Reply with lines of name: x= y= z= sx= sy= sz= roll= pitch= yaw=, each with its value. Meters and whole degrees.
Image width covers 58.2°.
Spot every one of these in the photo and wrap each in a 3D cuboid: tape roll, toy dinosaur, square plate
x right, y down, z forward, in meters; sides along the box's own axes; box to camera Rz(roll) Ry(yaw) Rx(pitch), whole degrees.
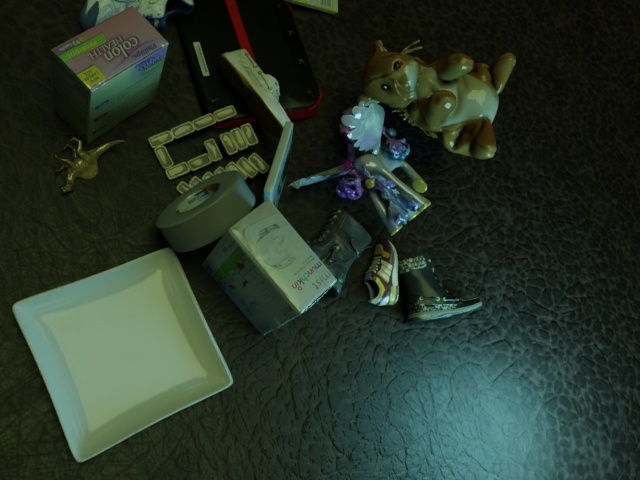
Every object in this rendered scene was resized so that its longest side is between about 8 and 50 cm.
tape roll: x=-0.258 y=-0.068 z=1.294 sx=0.219 sy=0.219 sz=0.072 roll=-47 pitch=119 yaw=-30
toy dinosaur: x=-0.545 y=-0.189 z=1.320 sx=0.092 sy=0.053 sz=0.183 roll=46 pitch=67 yaw=-21
square plate: x=-0.410 y=0.226 z=1.222 sx=0.347 sy=0.049 sz=0.344 roll=-22 pitch=82 yaw=-29

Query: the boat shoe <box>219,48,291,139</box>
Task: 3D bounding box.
boat shoe: x=-0.145 y=-0.385 z=1.476 sx=0.096 sy=0.098 sz=0.277 roll=-35 pitch=85 yaw=-24

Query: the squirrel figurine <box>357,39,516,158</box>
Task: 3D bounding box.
squirrel figurine: x=0.282 y=-0.404 z=1.609 sx=0.371 sy=0.397 sz=0.281 roll=13 pitch=95 yaw=-9

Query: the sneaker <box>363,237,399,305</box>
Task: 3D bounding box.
sneaker: x=0.155 y=0.079 z=1.516 sx=0.084 sy=0.069 sz=0.185 roll=5 pitch=69 yaw=-28

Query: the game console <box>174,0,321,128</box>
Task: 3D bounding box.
game console: x=-0.196 y=-0.500 z=1.583 sx=0.342 sy=0.060 sz=0.386 roll=-14 pitch=77 yaw=-21

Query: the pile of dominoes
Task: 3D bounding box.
pile of dominoes: x=-0.276 y=-0.213 z=1.448 sx=0.251 sy=0.040 sz=0.196 roll=-26 pitch=90 yaw=-18

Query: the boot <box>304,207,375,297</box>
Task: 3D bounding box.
boot: x=0.000 y=0.000 z=1.477 sx=0.263 sy=0.091 sz=0.229 roll=38 pitch=56 yaw=-12

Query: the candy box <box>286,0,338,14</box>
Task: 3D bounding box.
candy box: x=-0.037 y=-0.754 z=1.723 sx=0.206 sy=0.027 sz=0.105 roll=2 pitch=86 yaw=-33

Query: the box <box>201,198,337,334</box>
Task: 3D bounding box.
box: x=-0.125 y=0.073 z=1.284 sx=0.231 sy=0.262 sz=0.127 roll=49 pitch=60 yaw=0

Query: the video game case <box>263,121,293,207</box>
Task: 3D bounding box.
video game case: x=-0.106 y=-0.162 z=1.423 sx=0.023 sy=0.183 sz=0.201 roll=14 pitch=65 yaw=1

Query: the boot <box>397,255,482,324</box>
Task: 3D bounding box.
boot: x=0.322 y=0.125 z=1.567 sx=0.236 sy=0.085 sz=0.178 roll=-7 pitch=73 yaw=-26

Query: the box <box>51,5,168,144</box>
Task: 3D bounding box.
box: x=-0.476 y=-0.365 z=1.294 sx=0.117 sy=0.243 sz=0.213 roll=47 pitch=61 yaw=-3

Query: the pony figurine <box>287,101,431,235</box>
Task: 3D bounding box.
pony figurine: x=0.125 y=-0.194 z=1.517 sx=0.363 sy=0.303 sz=0.351 roll=51 pitch=28 yaw=4

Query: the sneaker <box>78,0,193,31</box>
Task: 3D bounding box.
sneaker: x=-0.454 y=-0.581 z=1.444 sx=0.296 sy=0.112 sz=0.131 roll=-38 pitch=88 yaw=-22
